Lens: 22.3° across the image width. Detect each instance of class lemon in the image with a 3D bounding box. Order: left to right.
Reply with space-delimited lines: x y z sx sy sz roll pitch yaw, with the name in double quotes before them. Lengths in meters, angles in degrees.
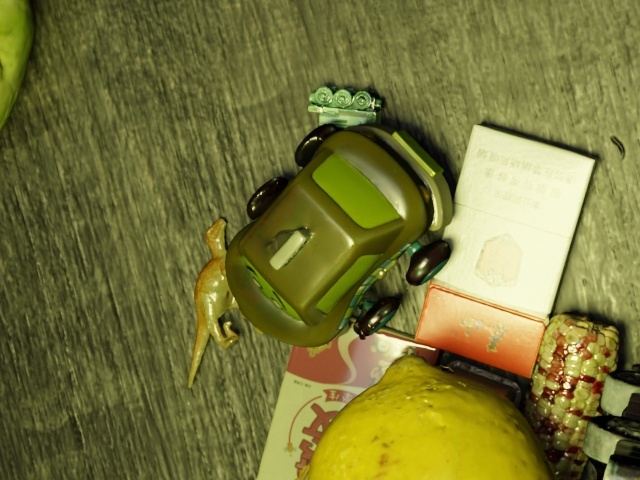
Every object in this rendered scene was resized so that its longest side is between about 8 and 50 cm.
"lemon" 0.110 0.266 1.599 0.257 0.258 0.310 -9 76 17

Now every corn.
"corn" 0.249 0.199 1.708 0.086 0.086 0.253 18 101 14

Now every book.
"book" 0.028 0.201 1.805 0.162 0.022 0.232 18 99 14

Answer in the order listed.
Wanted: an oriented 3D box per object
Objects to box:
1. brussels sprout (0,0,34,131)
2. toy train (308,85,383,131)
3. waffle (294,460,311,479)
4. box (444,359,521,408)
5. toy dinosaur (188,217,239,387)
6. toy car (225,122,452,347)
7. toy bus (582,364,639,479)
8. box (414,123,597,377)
"brussels sprout" -0.459 -0.205 1.789 0.316 0.242 0.274 -13 85 21
"toy train" 0.027 -0.140 1.764 0.083 0.033 0.053 6 101 16
"waffle" 0.080 0.343 1.739 0.274 0.057 0.168 32 74 3
"box" 0.156 0.200 1.746 0.089 0.062 0.122 20 102 14
"toy dinosaur" -0.130 0.069 1.833 0.162 0.039 0.126 -42 74 21
"toy car" 0.000 0.000 1.679 0.204 0.198 0.248 47 114 11
"toy bus" 0.358 0.270 1.500 0.249 0.440 0.209 12 98 13
"box" 0.196 0.010 1.730 0.139 0.035 0.245 19 100 14
